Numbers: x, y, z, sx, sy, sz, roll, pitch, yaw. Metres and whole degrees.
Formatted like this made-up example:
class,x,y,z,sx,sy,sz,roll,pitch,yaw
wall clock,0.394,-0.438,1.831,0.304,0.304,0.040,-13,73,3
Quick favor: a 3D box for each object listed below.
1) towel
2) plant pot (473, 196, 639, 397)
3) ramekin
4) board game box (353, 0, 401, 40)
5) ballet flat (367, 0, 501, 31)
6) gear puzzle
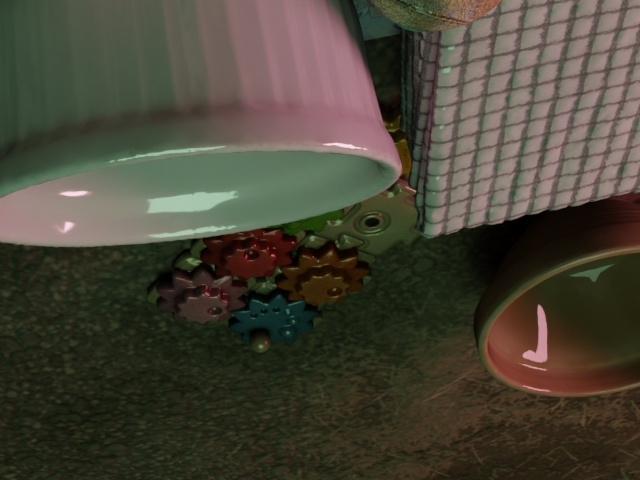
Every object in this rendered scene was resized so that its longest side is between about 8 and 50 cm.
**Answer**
class,x,y,z,sx,sy,sz,roll,pitch,yaw
towel,0.168,-0.146,0.796,0.235,0.121,0.283,-12,143,-7
plant pot,0.250,0.037,1.063,0.237,0.109,0.237,-4,143,-3
ramekin,-0.095,-0.086,0.753,0.277,0.135,0.277,-8,172,-1
board game box,0.028,-0.178,0.823,0.090,0.020,0.090,-10,143,4
ballet flat,0.152,-0.221,0.612,0.316,0.107,0.106,-41,163,-16
gear puzzle,0.000,0.000,1.028,0.175,0.044,0.339,20,135,-30
